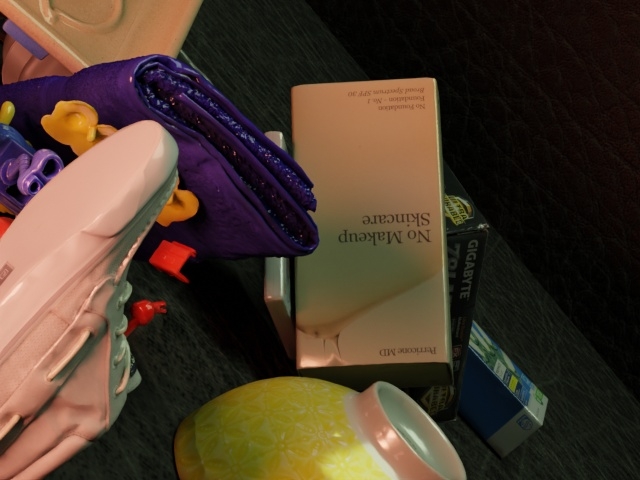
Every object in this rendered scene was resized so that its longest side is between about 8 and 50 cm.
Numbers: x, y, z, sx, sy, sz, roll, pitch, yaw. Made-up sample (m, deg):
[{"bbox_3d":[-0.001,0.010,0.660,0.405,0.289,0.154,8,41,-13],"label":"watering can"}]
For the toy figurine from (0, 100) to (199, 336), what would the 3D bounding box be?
[{"bbox_3d":[-0.295,-0.051,1.289,0.217,0.191,0.362,19,-15,48],"label":"toy figurine"}]

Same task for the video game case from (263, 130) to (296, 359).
[{"bbox_3d":[-0.036,0.009,1.708,0.201,0.023,0.183,74,14,-68],"label":"video game case"}]

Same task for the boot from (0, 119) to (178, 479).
[{"bbox_3d":[-0.160,0.049,1.078,0.123,0.258,0.095,43,1,-32],"label":"boot"}]

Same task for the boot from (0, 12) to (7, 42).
[{"bbox_3d":[-0.342,-0.260,1.825,0.219,0.082,0.106,30,0,-41],"label":"boot"}]

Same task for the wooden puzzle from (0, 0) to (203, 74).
[{"bbox_3d":[-0.266,-0.300,1.495,0.348,0.080,0.322,37,38,-17],"label":"wooden puzzle"}]

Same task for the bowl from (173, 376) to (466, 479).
[{"bbox_3d":[0.031,0.213,1.392,0.289,0.156,0.289,45,14,-14],"label":"bowl"}]

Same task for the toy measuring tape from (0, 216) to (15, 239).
[{"bbox_3d":[-0.265,0.024,1.112,0.330,0.121,0.121,26,25,-42],"label":"toy measuring tape"}]

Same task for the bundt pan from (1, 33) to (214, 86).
[{"bbox_3d":[-0.203,-0.128,1.700,0.331,0.124,0.331,45,14,-14],"label":"bundt pan"}]

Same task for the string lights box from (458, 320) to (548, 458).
[{"bbox_3d":[0.188,0.160,2.196,0.259,0.077,0.133,47,15,0],"label":"string lights box"}]

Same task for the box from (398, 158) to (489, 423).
[{"bbox_3d":[0.100,0.020,1.957,0.073,0.295,0.293,-9,38,-17],"label":"box"}]

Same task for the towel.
[{"bbox_3d":[-0.155,-0.071,1.409,0.308,0.076,0.227,-3,-42,51],"label":"towel"}]

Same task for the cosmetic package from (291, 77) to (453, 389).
[{"bbox_3d":[0.053,-0.005,1.704,0.113,0.160,0.309,72,15,-70],"label":"cosmetic package"}]
